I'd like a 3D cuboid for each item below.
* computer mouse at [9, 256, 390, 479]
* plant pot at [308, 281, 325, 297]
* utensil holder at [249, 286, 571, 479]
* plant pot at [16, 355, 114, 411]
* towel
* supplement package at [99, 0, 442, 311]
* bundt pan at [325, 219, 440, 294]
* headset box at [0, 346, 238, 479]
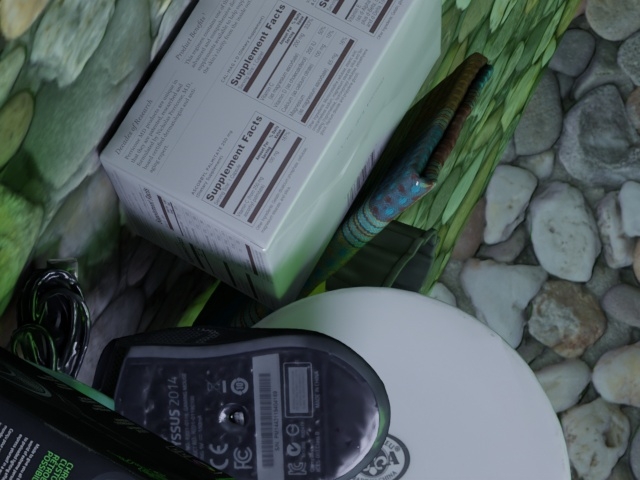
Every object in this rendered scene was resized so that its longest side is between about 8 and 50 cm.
[{"bbox_3d":[-0.084,0.110,1.334,0.072,0.272,0.188,-68,161,-78],"label":"computer mouse"},{"bbox_3d":[-0.040,0.020,1.880,0.081,0.082,0.083,-41,145,-61],"label":"plant pot"},{"bbox_3d":[0.022,0.231,1.559,0.327,0.328,0.385,-58,176,-19],"label":"utensil holder"},{"bbox_3d":[-0.234,0.186,1.187,0.166,0.166,0.234,59,52,-77],"label":"plant pot"},{"bbox_3d":[0.000,0.000,1.647,0.370,0.040,0.271,-41,-170,32],"label":"towel"},{"bbox_3d":[-0.030,-0.107,1.419,0.261,0.145,0.204,-59,170,-13],"label":"supplement package"},{"bbox_3d":[0.012,0.105,2.195,0.330,0.124,0.331,-57,168,-20],"label":"bundt pan"},{"bbox_3d":[-0.176,0.136,0.984,0.131,0.283,0.246,-61,168,-3],"label":"headset box"}]
